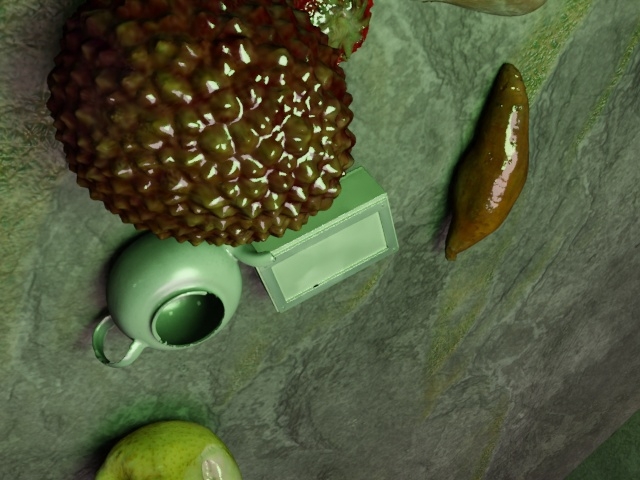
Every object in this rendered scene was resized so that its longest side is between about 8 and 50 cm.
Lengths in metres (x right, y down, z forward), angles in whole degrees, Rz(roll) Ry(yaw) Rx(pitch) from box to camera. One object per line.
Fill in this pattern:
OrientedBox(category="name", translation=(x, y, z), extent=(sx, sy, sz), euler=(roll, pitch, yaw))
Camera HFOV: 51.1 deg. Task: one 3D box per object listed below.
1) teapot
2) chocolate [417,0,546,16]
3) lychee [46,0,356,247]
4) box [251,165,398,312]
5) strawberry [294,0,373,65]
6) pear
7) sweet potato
OrientedBox(category="teapot", translation=(-0.205, 0.077, 0.958), extent=(0.294, 0.129, 0.193), euler=(-38, 137, 2))
OrientedBox(category="chocolate", translation=(0.234, -0.369, 0.878), extent=(0.261, 0.083, 0.161), euler=(-6, 128, -28))
OrientedBox(category="lychee", translation=(-0.120, -0.139, 0.703), extent=(0.306, 0.330, 0.306), euler=(-37, 138, -42))
OrientedBox(category="box", translation=(0.000, 0.000, 1.054), extent=(0.225, 0.086, 0.129), euler=(-28, 137, -8))
OrientedBox(category="strawberry", translation=(0.001, -0.276, 0.811), extent=(0.145, 0.086, 0.145), euler=(-19, 137, -19))
OrientedBox(category="pear", translation=(-0.261, 0.442, 1.157), extent=(0.271, 0.271, 0.271), euler=(-18, 135, -19))
OrientedBox(category="sweet potato", translation=(0.288, -0.110, 1.126), extent=(0.112, 0.112, 0.359), euler=(-1, 125, -32))
